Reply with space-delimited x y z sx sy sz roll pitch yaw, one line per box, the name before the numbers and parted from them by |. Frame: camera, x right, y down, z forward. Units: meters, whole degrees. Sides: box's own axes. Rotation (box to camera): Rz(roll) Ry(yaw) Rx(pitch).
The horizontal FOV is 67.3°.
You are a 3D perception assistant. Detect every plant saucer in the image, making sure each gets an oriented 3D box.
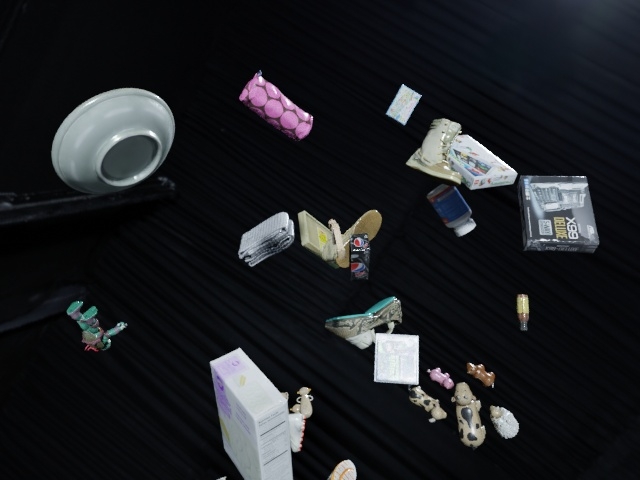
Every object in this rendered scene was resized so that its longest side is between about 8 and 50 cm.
plant saucer | -0.619 -0.280 1.514 0.400 0.100 0.401 -37 -21 -17

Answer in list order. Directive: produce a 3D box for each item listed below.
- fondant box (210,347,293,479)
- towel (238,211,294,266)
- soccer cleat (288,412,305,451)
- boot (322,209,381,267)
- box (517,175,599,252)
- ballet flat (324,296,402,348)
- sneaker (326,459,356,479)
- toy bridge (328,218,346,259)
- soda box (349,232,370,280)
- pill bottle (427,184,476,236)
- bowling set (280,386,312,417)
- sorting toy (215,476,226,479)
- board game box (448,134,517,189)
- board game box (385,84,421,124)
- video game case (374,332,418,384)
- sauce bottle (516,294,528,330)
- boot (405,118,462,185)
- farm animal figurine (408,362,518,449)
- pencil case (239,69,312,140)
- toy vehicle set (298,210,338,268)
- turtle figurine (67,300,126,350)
fondant box | -0.176 0.482 1.244 0.096 0.238 0.331 -19 -58 -32
towel | -0.260 -0.002 2.387 0.283 0.121 0.235 -32 22 9
soccer cleat | -0.099 0.699 1.761 0.068 0.076 0.197 -80 -3 -57
boot | 0.119 -0.012 1.919 0.262 0.095 0.203 -55 17 -9
box | 0.883 -0.102 1.810 0.077 0.242 0.308 75 -159 -56
ballet flat | 0.224 0.389 2.187 0.482 0.182 0.164 -10 -9 -46
sneaker | 0.047 0.861 1.692 0.214 0.084 0.083 -35 -6 -45
toy bridge | 0.048 -0.018 1.488 0.188 0.026 0.063 -104 7 -57
soda box | 0.110 0.050 1.372 0.169 0.053 0.060 85 -179 -56
pill bottle | 0.562 -0.132 2.046 0.124 0.222 0.124 -35 3 2
bowling set | -0.167 0.841 2.319 0.154 0.286 0.200 -101 2 -52
sorting toy | -0.278 0.644 1.252 0.075 0.045 0.083 -22 3 -19
board game box | 0.553 -0.298 1.790 0.192 0.305 0.053 -9 -49 -21
board game box | 0.389 -0.637 2.264 0.154 0.103 0.026 -60 7 7
video game case | 0.304 0.472 1.922 0.022 0.173 0.191 75 -161 -69
sauce bottle | 0.737 0.263 1.754 0.042 0.042 0.128 85 -170 -77
boot | 0.340 -0.246 1.323 0.165 0.077 0.213 -60 32 8
farm animal figurine | 0.519 0.622 1.802 0.330 0.327 0.172 -29 -20 17
pencil case | -0.118 -0.374 1.351 0.095 0.209 0.098 -34 33 37
toy vehicle set | 0.000 0.000 2.120 0.035 0.166 0.266 -25 -38 24
turtle figurine | -0.773 0.311 1.673 0.234 0.175 0.118 77 -163 -46
